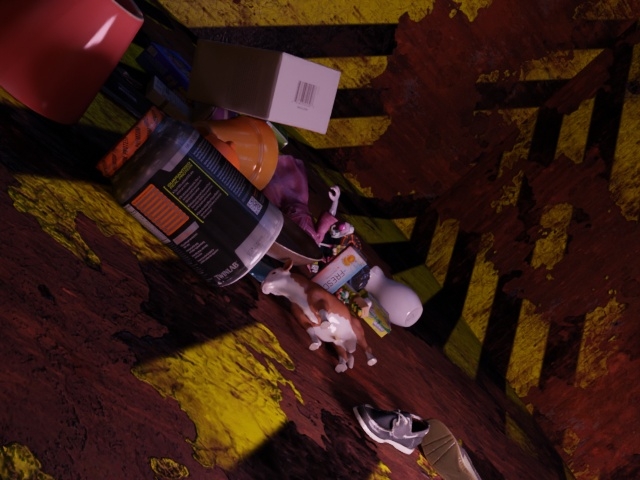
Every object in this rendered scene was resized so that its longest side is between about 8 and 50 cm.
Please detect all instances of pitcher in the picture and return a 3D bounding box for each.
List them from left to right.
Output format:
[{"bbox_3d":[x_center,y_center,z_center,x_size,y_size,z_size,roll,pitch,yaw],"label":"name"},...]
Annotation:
[{"bbox_3d":[0.242,0.200,2.426,0.207,0.125,0.178,42,-10,34],"label":"pitcher"}]

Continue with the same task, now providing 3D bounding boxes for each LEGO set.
[{"bbox_3d":[0.043,0.092,2.053,0.107,0.132,0.287,14,55,-41],"label":"LEGO set"}]

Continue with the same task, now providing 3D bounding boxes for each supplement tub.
[{"bbox_3d":[-0.237,-0.081,1.334,0.316,0.193,0.194,45,11,-18],"label":"supplement tub"}]

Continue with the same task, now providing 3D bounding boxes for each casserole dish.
[{"bbox_3d":[-0.159,0.023,1.686,0.114,0.037,0.188,32,20,-53],"label":"casserole dish"}]

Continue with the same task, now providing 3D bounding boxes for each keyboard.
[{"bbox_3d":[-0.491,-0.375,1.819,0.317,0.033,0.202,39,20,-42],"label":"keyboard"}]

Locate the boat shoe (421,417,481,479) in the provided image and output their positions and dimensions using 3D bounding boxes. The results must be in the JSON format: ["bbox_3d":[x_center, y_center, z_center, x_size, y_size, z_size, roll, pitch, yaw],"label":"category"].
[{"bbox_3d":[0.300,0.506,1.662,0.224,0.080,0.073,57,8,18],"label":"boat shoe"}]

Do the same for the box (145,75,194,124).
[{"bbox_3d":[-0.415,-0.376,2.088,0.186,0.038,0.145,41,13,-26],"label":"box"}]

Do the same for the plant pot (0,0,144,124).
[{"bbox_3d":[-0.481,-0.395,1.367,0.275,0.243,0.275,46,11,-11],"label":"plant pot"}]

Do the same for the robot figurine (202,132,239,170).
[{"bbox_3d":[-0.246,-0.132,1.541,0.158,0.128,0.219,53,38,-28],"label":"robot figurine"}]

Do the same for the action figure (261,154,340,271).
[{"bbox_3d":[-0.092,-0.062,2.024,0.248,0.276,0.370,-8,61,-24],"label":"action figure"}]

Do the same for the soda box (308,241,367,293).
[{"bbox_3d":[0.027,0.087,1.780,0.063,0.183,0.058,48,11,-4],"label":"soda box"}]

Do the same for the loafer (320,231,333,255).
[{"bbox_3d":[0.000,0.000,2.260,0.078,0.076,0.223,55,14,-4],"label":"loafer"}]

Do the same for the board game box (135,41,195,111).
[{"bbox_3d":[-0.400,-0.455,2.315,0.347,0.078,0.233,48,11,2],"label":"board game box"}]

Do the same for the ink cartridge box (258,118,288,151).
[{"bbox_3d":[-0.191,-0.254,2.131,0.097,0.188,0.255,45,13,-20],"label":"ink cartridge box"}]

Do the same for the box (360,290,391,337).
[{"bbox_3d":[0.162,0.223,2.201,0.105,0.043,0.179,47,9,-6],"label":"box"}]

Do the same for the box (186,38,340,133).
[{"bbox_3d":[-0.155,-0.405,1.917,0.345,0.168,0.215,22,12,42],"label":"box"}]

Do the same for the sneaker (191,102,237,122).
[{"bbox_3d":[-0.285,-0.383,2.165,0.161,0.102,0.282,44,36,-30],"label":"sneaker"}]

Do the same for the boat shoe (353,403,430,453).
[{"bbox_3d":[0.147,0.375,1.523,0.233,0.079,0.084,34,19,-45],"label":"boat shoe"}]

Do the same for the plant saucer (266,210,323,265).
[{"bbox_3d":[-0.131,-0.033,1.705,0.310,0.050,0.310,35,12,-9],"label":"plant saucer"}]

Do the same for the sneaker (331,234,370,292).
[{"bbox_3d":[0.090,0.066,2.228,0.087,0.083,0.221,28,-41,49],"label":"sneaker"}]

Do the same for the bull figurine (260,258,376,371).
[{"bbox_3d":[0.002,0.172,1.619,0.310,0.101,0.188,37,19,-36],"label":"bull figurine"}]

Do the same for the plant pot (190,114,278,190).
[{"bbox_3d":[-0.244,-0.226,1.863,0.187,0.205,0.205,6,41,-51],"label":"plant pot"}]
